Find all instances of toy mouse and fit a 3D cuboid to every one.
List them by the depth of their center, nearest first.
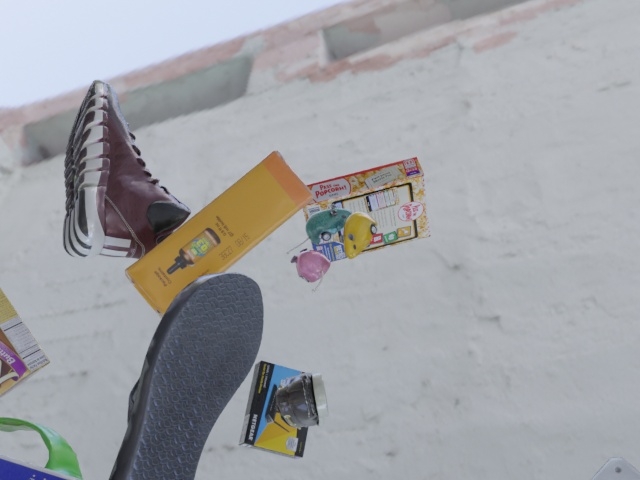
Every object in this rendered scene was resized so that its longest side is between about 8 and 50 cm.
[{"bbox_3d":[0.000,0.000,1.152,0.143,0.031,0.161,-5,-136,45],"label":"toy mouse"}]

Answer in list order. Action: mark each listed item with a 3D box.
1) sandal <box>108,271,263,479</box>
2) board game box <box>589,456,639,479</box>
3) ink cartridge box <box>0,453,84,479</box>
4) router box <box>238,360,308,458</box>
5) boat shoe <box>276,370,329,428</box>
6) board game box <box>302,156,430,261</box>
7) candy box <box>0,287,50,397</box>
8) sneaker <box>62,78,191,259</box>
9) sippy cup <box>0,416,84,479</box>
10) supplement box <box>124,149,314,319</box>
[{"bbox_3d":[-0.130,0.140,0.813,0.054,0.097,0.254,13,-103,51],"label":"sandal"},{"bbox_3d":[0.467,0.591,1.396,0.390,0.050,0.390,-41,-113,-16],"label":"board game box"},{"bbox_3d":[-0.267,0.282,0.816,0.371,0.069,0.176,15,-144,3],"label":"ink cartridge box"},{"bbox_3d":[-0.088,0.356,1.974,0.046,0.133,0.179,140,-36,-62],"label":"router box"},{"bbox_3d":[-0.030,0.228,1.342,0.069,0.228,0.081,-10,-104,-5],"label":"boat shoe"},{"bbox_3d":[0.071,-0.043,1.481,0.193,0.147,0.045,-14,-132,-1],"label":"board game box"},{"bbox_3d":[-0.491,0.134,1.368,0.109,0.186,0.053,-34,179,25],"label":"candy box"},{"bbox_3d":[-0.254,-0.083,1.263,0.106,0.162,0.281,-45,-140,45],"label":"sneaker"},{"bbox_3d":[-0.419,0.390,1.155,0.224,0.240,0.305,2,-145,25],"label":"sippy cup"},{"bbox_3d":[-0.122,-0.006,1.131,0.233,0.078,0.080,-39,-176,-10],"label":"supplement box"}]
